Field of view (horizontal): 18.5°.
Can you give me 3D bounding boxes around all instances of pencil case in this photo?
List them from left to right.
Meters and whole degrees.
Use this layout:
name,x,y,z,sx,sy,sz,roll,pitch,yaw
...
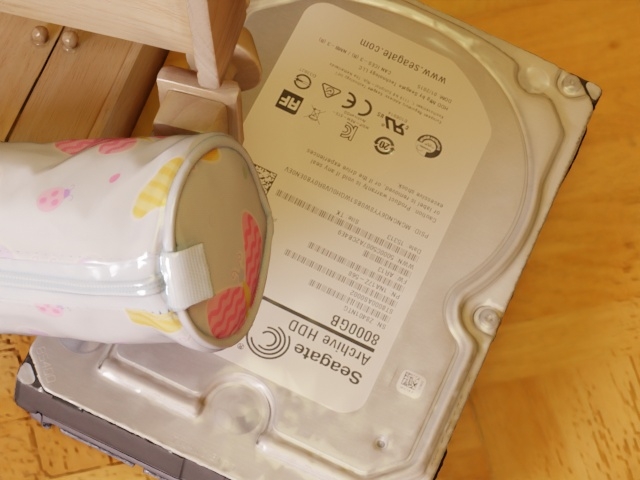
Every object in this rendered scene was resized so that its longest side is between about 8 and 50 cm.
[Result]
name,x,y,z,sx,sy,sz,roll,pitch,yaw
pencil case,-0.162,-0.001,1.032,0.273,0.124,0.113,1,95,23

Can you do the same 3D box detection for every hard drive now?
name,x,y,z,sx,sy,sz,roll,pitch,yaw
hard drive,0.000,0.000,1.155,0.237,0.064,0.339,26,64,3

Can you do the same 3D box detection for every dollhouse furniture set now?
name,x,y,z,sx,sy,sz,roll,pitch,yaw
dollhouse furniture set,-0.170,-0.196,1.026,0.303,0.355,0.174,14,57,11
